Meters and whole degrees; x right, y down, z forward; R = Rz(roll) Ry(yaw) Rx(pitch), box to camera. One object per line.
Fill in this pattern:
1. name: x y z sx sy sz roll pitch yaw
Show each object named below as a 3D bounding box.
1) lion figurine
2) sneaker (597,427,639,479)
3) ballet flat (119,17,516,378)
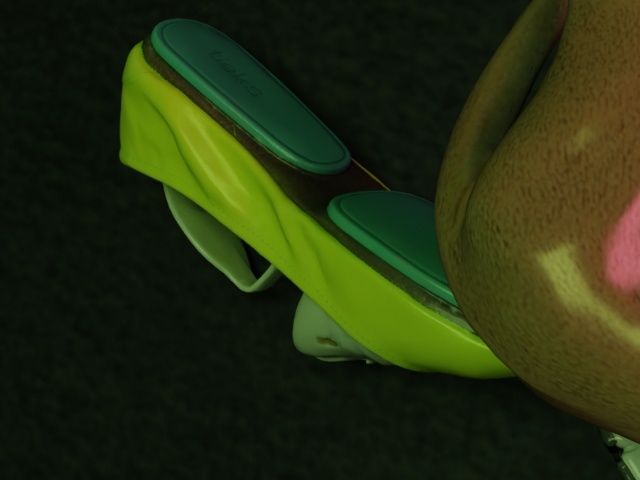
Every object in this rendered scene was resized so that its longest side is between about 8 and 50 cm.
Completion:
1. lion figurine: 0.154 0.036 0.527 0.392 0.142 0.240 30 66 37
2. sneaker: 0.166 0.093 0.594 0.094 0.081 0.208 -38 72 5
3. ballet flat: 0.000 0.000 0.694 0.231 0.077 0.077 40 118 29
